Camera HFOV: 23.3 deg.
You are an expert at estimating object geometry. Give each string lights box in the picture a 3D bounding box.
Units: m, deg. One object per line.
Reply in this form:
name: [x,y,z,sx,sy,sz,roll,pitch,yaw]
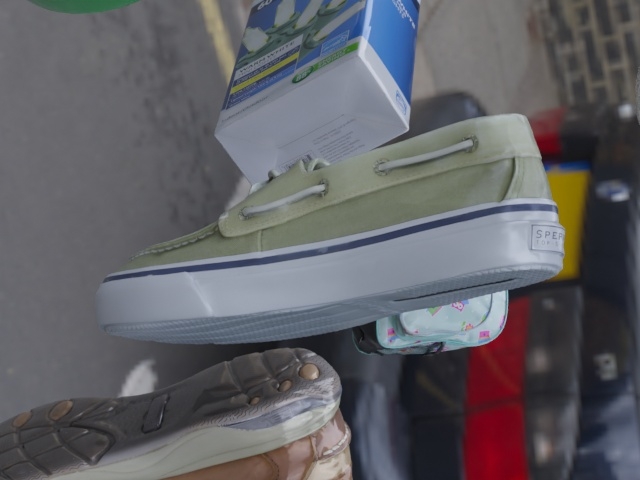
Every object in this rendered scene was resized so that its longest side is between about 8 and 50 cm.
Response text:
string lights box: [0.005,-0.151,1.257,0.077,0.133,0.260,53,23,-25]

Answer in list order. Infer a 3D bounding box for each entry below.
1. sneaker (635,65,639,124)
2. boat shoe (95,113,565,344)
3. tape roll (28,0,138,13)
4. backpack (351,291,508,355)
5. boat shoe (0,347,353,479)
sneaker: [0.223,-0.056,0.746,0.232,0.090,0.115,47,34,-41]
boat shoe: [0.000,0.000,0.918,0.109,0.302,0.094,22,60,-61]
tape roll: [-0.179,-0.353,1.358,0.077,0.321,0.321,40,46,-51]
backpack: [0.142,0.058,1.917,0.188,0.144,0.166,2,79,-29]
boat shoe: [-0.130,0.172,1.059,0.123,0.324,0.116,-68,141,-64]
